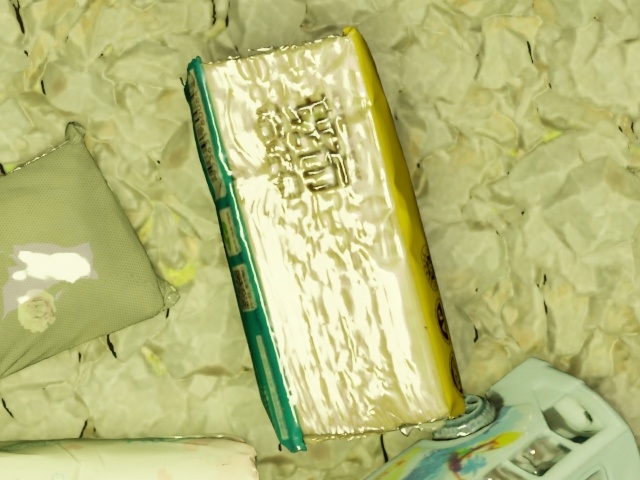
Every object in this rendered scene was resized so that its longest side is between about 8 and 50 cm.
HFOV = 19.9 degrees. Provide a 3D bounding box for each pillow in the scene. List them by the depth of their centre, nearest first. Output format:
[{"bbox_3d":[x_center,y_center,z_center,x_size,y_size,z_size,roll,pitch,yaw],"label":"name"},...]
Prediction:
[{"bbox_3d":[-0.246,0.032,1.293,0.255,0.059,0.169,-26,89,-4],"label":"pillow"}]

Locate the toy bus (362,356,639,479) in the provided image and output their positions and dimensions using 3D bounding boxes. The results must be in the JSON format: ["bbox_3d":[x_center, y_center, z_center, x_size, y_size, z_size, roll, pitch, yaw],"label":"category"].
[{"bbox_3d":[0.077,0.206,1.224,0.330,0.136,0.109,-33,116,-27],"label":"toy bus"}]

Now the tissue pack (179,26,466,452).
[{"bbox_3d":[0.000,0.000,1.246,0.134,0.192,0.270,-14,91,-3],"label":"tissue pack"}]

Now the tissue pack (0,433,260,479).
[{"bbox_3d":[-0.179,0.236,1.260,0.271,0.124,0.201,0,94,-8],"label":"tissue pack"}]
